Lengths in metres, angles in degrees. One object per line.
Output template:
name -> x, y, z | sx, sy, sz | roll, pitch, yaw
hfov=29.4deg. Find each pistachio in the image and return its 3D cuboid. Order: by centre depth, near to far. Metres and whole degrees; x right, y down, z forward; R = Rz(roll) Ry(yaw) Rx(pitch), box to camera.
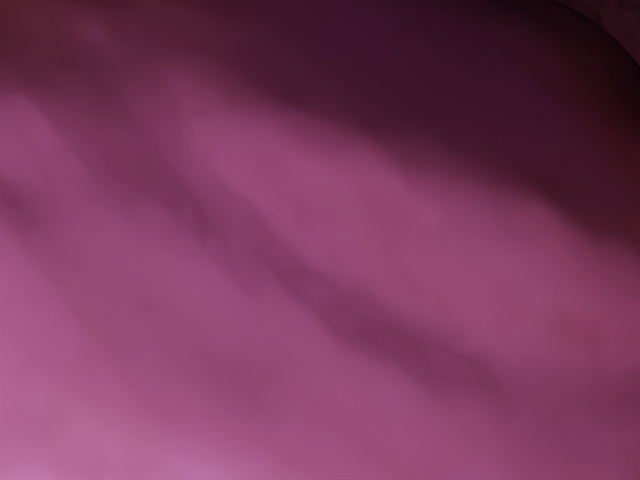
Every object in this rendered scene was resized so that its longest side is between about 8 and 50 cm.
pistachio -> -0.022, 0.004, 0.455 | 0.445, 0.365, 0.281 | 51, 139, 9
